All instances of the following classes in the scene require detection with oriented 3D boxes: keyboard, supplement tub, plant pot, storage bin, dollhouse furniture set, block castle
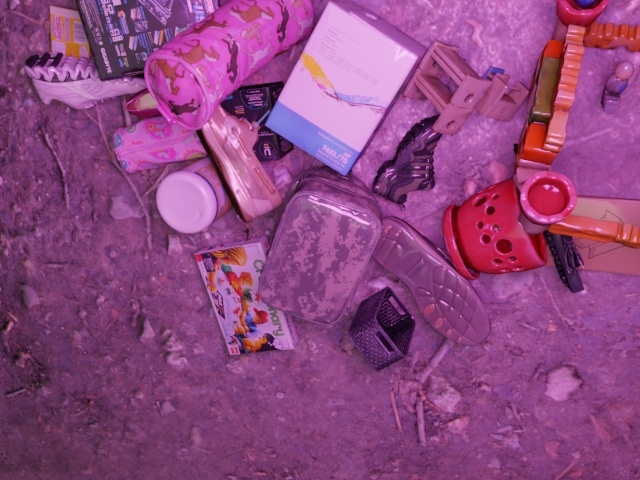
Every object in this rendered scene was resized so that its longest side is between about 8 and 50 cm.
[{"bbox_3d":[0.454,-0.042,1.160,0.033,0.201,0.317,-22,97,9],"label":"keyboard"},{"bbox_3d":[-0.275,-0.113,1.367,0.144,0.200,0.144,6,113,15],"label":"supplement tub"},{"bbox_3d":[0.359,-0.019,1.224,0.174,0.191,0.191,-17,106,29],"label":"plant pot"},{"bbox_3d":[0.147,0.206,1.379,0.084,0.180,0.122,-35,98,25],"label":"storage bin"},{"bbox_3d":[0.291,-0.296,1.175,0.129,0.183,0.129,-58,47,36],"label":"dollhouse furniture set"},{"bbox_3d":[0.506,-0.215,0.973,0.303,0.213,0.453,11,79,13],"label":"block castle"}]

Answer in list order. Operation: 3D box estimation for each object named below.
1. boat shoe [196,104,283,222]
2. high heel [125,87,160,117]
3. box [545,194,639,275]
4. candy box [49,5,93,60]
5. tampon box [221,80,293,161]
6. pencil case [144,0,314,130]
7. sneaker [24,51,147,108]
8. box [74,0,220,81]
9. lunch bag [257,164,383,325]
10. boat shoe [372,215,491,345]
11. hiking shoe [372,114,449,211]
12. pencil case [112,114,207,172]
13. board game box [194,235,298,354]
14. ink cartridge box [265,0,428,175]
[{"bbox_3d":[-0.189,-0.211,1.249,0.110,0.121,0.341,-27,107,-12],"label":"boat shoe"},{"bbox_3d":[-0.323,-0.343,1.329,0.244,0.117,0.082,-12,104,15],"label":"high heel"},{"bbox_3d":[0.591,-0.014,1.245,0.201,0.021,0.164,6,113,15],"label":"box"},{"bbox_3d":[-0.604,-0.455,1.425,0.105,0.027,0.206,15,115,11],"label":"candy box"},{"bbox_3d":[-0.141,-0.266,1.319,0.120,0.101,0.161,-1,112,18],"label":"tampon box"},{"bbox_3d":[-0.168,-0.373,1.129,0.160,0.386,0.167,19,140,24],"label":"pencil case"},{"bbox_3d":[-0.539,-0.373,1.390,0.292,0.110,0.118,5,130,0],"label":"sneaker"},{"bbox_3d":[-0.366,-0.517,1.249,0.293,0.073,0.296,-14,110,-4],"label":"box"},{"bbox_3d":[0.000,0.000,1.301,0.212,0.256,0.305,20,115,-2],"label":"lunch bag"},{"bbox_3d":[0.259,0.076,1.319,0.132,0.130,0.355,-40,89,29],"label":"boat shoe"},{"bbox_3d":[0.216,-0.169,1.274,0.114,0.086,0.227,32,123,-14],"label":"hiking shoe"},{"bbox_3d":[-0.349,-0.241,1.384,0.284,0.124,0.124,-8,109,20],"label":"pencil case"},{"bbox_3d":[-0.190,0.150,1.530,0.193,0.053,0.305,-10,108,20],"label":"board game box"},{"bbox_3d":[0.056,-0.314,1.187,0.197,0.198,0.270,33,117,2],"label":"ink cartridge box"}]
